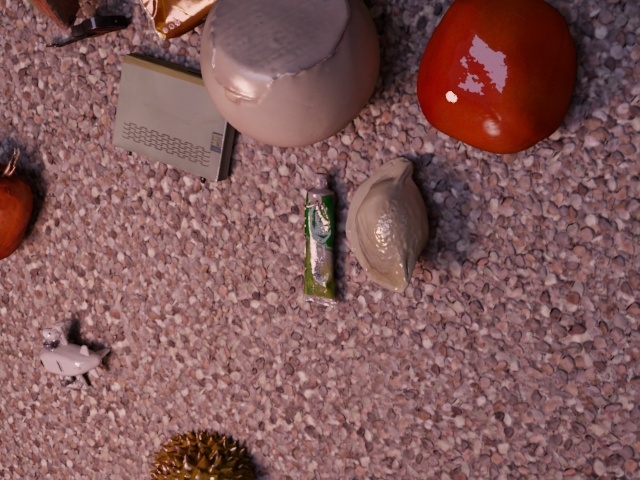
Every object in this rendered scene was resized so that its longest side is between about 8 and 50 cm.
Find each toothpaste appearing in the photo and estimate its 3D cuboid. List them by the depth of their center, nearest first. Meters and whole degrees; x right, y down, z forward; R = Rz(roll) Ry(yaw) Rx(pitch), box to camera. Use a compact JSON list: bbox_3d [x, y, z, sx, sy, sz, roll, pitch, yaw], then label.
[{"bbox_3d":[0.000,0.000,1.727,0.078,0.047,0.248,10,107,31],"label":"toothpaste"}]

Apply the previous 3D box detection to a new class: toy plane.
[{"bbox_3d":[-0.548,0.257,2.088,0.174,0.080,0.174,15,126,22],"label":"toy plane"}]

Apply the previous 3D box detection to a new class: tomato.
[{"bbox_3d":[0.264,-0.255,1.437,0.259,0.180,0.260,12,114,28],"label":"tomato"}]

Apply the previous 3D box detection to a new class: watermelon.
[{"bbox_3d":[-0.538,-0.515,1.852,0.140,0.193,0.257,-42,52,2],"label":"watermelon"}]

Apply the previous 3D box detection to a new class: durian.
[{"bbox_3d":[-0.269,0.479,1.929,0.260,0.186,0.154,-21,95,19],"label":"durian"}]

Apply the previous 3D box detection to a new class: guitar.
[{"bbox_3d":[-0.485,-0.418,1.918,0.233,0.088,0.025,-5,99,41],"label":"guitar"}]

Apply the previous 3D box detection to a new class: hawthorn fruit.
[{"bbox_3d":[-0.716,-0.084,2.052,0.211,0.211,0.299,45,109,15],"label":"hawthorn fruit"}]

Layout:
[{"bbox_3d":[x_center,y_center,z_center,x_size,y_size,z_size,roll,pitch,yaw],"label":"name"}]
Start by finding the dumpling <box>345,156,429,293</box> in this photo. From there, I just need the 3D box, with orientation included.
[{"bbox_3d":[0.108,-0.020,1.616,0.166,0.126,0.216,-16,95,48],"label":"dumpling"}]

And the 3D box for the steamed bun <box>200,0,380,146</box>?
[{"bbox_3d":[-0.047,-0.284,1.581,0.309,0.309,0.309,7,104,30],"label":"steamed bun"}]

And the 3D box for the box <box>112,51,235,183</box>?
[{"bbox_3d":[-0.282,-0.236,1.844,0.270,0.045,0.211,19,109,26],"label":"box"}]

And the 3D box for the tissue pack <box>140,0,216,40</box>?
[{"bbox_3d":[-0.236,-0.493,1.728,0.226,0.092,0.183,-23,99,29],"label":"tissue pack"}]
